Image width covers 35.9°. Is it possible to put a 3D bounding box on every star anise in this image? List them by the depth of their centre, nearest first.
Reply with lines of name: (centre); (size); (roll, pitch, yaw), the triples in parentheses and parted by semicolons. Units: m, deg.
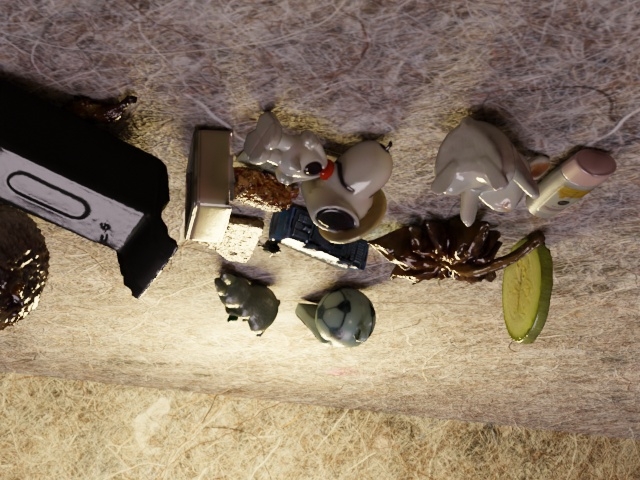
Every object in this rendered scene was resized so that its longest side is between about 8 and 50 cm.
star anise: (0.271, 0.029, 2.041); (0.349, 0.109, 0.292); (2, 164, 2)

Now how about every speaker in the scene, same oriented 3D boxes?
speaker: (-0.419, -0.085, 1.582); (0.388, 0.184, 0.180); (26, 124, -22)

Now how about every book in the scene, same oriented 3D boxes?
book: (-0.046, -0.144, 1.760); (0.181, 0.014, 0.127); (14, 156, -25)

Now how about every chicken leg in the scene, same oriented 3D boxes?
chicken leg: (-0.359, -0.215, 1.609); (0.145, 0.037, 0.062); (0, 146, 15)

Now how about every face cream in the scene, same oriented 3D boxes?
face cream: (0.436, -0.098, 1.741); (0.084, 0.057, 0.198); (8, 160, -13)

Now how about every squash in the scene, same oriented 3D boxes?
squash: (0.428, 0.104, 2.055); (0.041, 0.219, 0.219); (8, 159, -7)

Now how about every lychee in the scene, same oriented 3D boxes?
lychee: (-0.704, 0.045, 2.034); (0.300, 0.300, 0.300); (3, 159, 1)

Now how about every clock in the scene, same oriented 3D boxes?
clock: (-0.196, -0.094, 1.732); (0.071, 0.147, 0.192); (3, 160, -12)

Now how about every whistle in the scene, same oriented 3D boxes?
whistle: (0.047, 0.180, 2.467); (0.163, 0.163, 0.289); (17, -167, -31)

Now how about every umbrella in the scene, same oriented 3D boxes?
umbrella: (-0.094, 0.016, 2.077); (0.044, 0.044, 0.269); (15, 179, -12)

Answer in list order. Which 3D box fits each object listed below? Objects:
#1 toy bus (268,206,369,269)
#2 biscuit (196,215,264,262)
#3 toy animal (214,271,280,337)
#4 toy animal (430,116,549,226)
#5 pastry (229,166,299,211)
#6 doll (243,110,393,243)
toy bus: (-0.001, -0.003, 2.054); (0.094, 0.079, 0.236); (6, 167, 45)
biscuit: (-0.202, -0.005, 2.140); (0.131, 0.026, 0.237); (9, 159, -10)
toy animal: (-0.196, 0.131, 2.431); (0.108, 0.138, 0.236); (38, 165, 50)
toy animal: (0.298, -0.100, 1.647); (0.140, 0.138, 0.282); (-15, 154, 30)
pastry: (-0.111, -0.088, 1.837); (0.087, 0.063, 0.169); (0, 165, 38)
doll: (-0.009, -0.106, 1.682); (0.271, 0.144, 0.208); (7, 124, -23)
